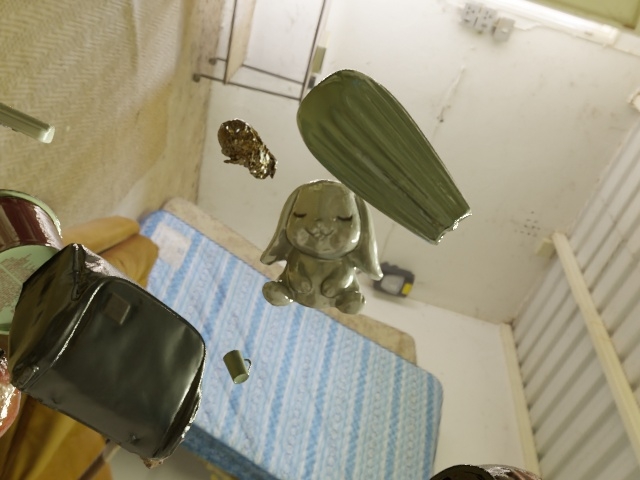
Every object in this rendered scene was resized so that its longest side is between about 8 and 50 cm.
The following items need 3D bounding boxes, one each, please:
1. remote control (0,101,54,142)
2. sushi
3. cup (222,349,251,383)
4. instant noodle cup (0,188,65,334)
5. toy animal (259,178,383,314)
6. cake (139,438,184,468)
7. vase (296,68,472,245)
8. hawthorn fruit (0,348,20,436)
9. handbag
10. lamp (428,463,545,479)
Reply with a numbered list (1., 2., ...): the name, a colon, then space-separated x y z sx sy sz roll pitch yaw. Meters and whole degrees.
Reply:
1. remote control: -0.760 -0.302 1.297 0.049 0.230 0.090 -65 -166 4
2. sushi: -0.097 -0.122 0.724 0.061 0.118 0.060 -54 -129 12
3. cup: -0.232 0.361 1.537 0.054 0.075 0.083 -40 -129 9
4. instant noodle cup: -0.559 0.045 0.976 0.235 0.178 0.234 -26 133 -32
5. toy animal: 0.000 0.000 1.146 0.206 0.272 0.264 -64 157 -70
6. cake: -0.350 0.391 1.174 0.116 0.113 0.295 -40 143 -38
7. vase: 0.084 -0.102 0.690 0.128 0.248 0.128 -41 169 -10
8. hawthorn fruit: -1.033 0.462 1.572 0.316 0.316 0.315 -163 -90 -88
9. handbag: -0.304 0.160 0.839 0.178 0.302 0.275 -44 -149 -2
10. lamp: 0.235 0.423 0.727 0.247 0.247 0.246 -163 -90 -88
